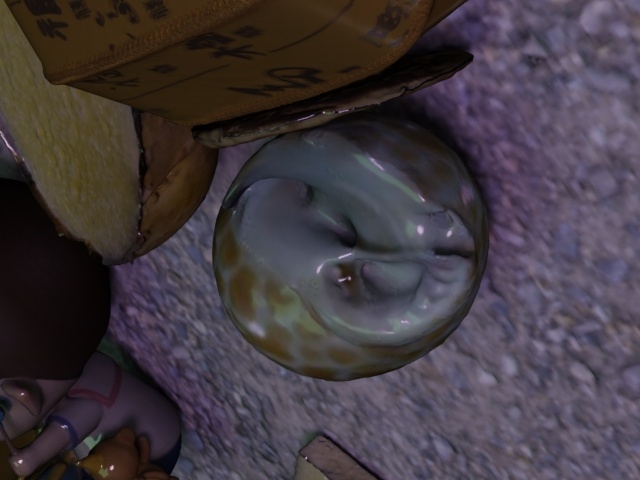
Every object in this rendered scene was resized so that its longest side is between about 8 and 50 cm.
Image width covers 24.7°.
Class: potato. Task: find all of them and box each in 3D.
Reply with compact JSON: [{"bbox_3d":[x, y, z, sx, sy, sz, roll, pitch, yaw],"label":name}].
[{"bbox_3d":[-0.100,-0.091,0.689,0.164,0.081,0.200,27,137,43],"label":"potato"}]

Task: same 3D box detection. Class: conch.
[{"bbox_3d":[0.014,0.000,0.627,0.116,0.106,0.173,31,145,-1],"label":"conch"}]

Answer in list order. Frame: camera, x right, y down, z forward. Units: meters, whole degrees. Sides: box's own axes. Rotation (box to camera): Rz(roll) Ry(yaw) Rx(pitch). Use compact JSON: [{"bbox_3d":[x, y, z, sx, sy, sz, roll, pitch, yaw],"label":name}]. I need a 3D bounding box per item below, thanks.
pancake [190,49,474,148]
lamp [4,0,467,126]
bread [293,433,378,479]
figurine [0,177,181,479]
[{"bbox_3d":[0.005,-0.057,0.570,0.115,0.115,0.011,-4,107,50],"label":"pancake"},{"bbox_3d":[-0.030,-0.125,0.512,0.185,0.161,0.161,-14,111,52],"label":"lamp"},{"bbox_3d":[0.044,0.174,0.815,0.153,0.028,0.068,36,143,22],"label":"bread"},{"bbox_3d":[-0.192,0.063,0.866,0.161,0.158,0.276,-108,-4,-63],"label":"figurine"}]
